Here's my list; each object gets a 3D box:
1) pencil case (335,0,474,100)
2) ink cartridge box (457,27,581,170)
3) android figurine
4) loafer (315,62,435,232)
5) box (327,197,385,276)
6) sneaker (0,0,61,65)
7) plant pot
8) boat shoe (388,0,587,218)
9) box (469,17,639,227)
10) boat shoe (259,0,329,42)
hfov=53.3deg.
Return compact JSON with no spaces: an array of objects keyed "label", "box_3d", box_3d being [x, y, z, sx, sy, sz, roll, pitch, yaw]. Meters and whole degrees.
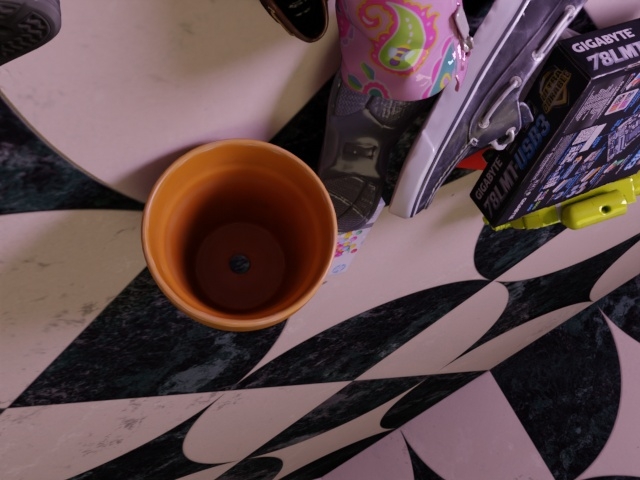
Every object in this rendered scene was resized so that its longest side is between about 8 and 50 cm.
[{"label":"pencil case","box_3d":[0.057,-0.234,0.473,0.124,0.124,0.284,-25,143,-6]},{"label":"ink cartridge box","box_3d":[0.343,-0.173,0.955,0.296,0.066,0.261,-1,142,-42]},{"label":"android figurine","box_3d":[0.416,-0.071,1.090,0.272,0.056,0.248,-17,-169,2]},{"label":"loafer","box_3d":[0.052,-0.148,0.720,0.108,0.095,0.303,11,129,-13]},{"label":"box","box_3d":[0.000,0.000,0.972,0.145,0.038,0.186,-12,151,-28]},{"label":"sneaker","box_3d":[-0.252,-0.167,0.401,0.227,0.131,0.087,-11,170,33]},{"label":"plant pot","box_3d":[-0.095,0.012,0.752,0.205,0.205,0.188,-21,168,-13]},{"label":"boat shoe","box_3d":[0.179,-0.144,0.692,0.301,0.102,0.108,-61,178,10]},{"label":"box","box_3d":[0.378,-0.162,0.851,0.293,0.073,0.296,-21,153,-20]},{"label":"boat shoe","box_3d":[-0.036,-0.236,0.479,0.073,0.073,0.207,-28,152,7]}]
